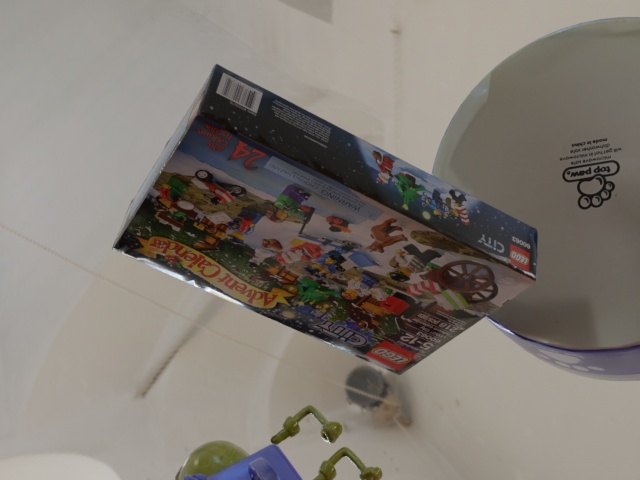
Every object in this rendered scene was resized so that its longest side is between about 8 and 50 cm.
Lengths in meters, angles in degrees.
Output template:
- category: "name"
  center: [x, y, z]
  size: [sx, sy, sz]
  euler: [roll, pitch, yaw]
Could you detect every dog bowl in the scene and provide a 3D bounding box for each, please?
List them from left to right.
- category: "dog bowl"
  center: [0.222, -0.032, 0.688]
  size: [0.265, 0.265, 0.104]
  euler: [-53, -35, 3]

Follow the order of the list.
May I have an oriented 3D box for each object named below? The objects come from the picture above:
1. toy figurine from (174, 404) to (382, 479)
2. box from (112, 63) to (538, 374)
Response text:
- category: "toy figurine"
  center: [-0.014, 0.214, 0.715]
  size: [0.191, 0.362, 0.217]
  euler: [-30, -48, -14]
- category: "box"
  center: [0.000, 0.000, 0.586]
  size: [0.233, 0.044, 0.159]
  euler: [25, -40, -16]
